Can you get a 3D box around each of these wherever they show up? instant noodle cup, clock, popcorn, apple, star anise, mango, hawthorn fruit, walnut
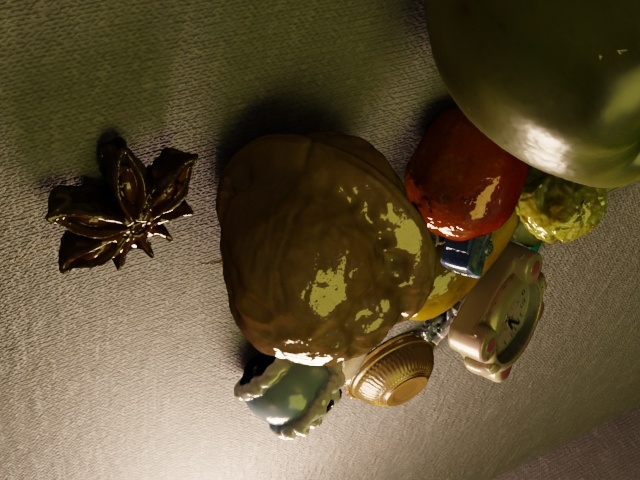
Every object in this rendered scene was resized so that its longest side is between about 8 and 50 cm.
[{"bbox_3d":[0.196,0.344,2.375,0.274,0.091,0.274,-24,147,-16],"label":"instant noodle cup"},{"bbox_3d":[0.413,0.175,2.150,0.284,0.114,0.309,-59,147,-14],"label":"clock"},{"bbox_3d":[0.488,-0.100,1.896,0.198,0.212,0.198,11,137,10],"label":"popcorn"},{"bbox_3d":[0.386,-0.305,1.340,0.473,0.473,0.473,-24,148,-16],"label":"apple"},{"bbox_3d":[-0.291,-0.054,1.353,0.220,0.099,0.214,-11,128,-27],"label":"star anise"},{"bbox_3d":[0.280,0.040,1.981,0.331,0.142,0.195,-39,155,-1],"label":"mango"},{"bbox_3d":[0.269,-0.147,1.663,0.211,0.211,0.299,-7,127,-38],"label":"hawthorn fruit"},{"bbox_3d":[-0.001,0.014,1.489,0.383,0.383,0.383,-24,148,-16],"label":"walnut"}]

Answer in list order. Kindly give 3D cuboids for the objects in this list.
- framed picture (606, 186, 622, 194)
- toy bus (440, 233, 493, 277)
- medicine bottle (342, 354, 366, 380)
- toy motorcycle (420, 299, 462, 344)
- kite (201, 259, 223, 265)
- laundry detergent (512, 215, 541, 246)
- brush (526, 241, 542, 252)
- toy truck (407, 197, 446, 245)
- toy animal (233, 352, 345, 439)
[{"bbox_3d":[0.652,-0.141,2.206,0.203,0.015,0.150,-24,147,-17],"label":"framed picture"},{"bbox_3d":[0.296,-0.050,1.828,0.094,0.079,0.236,13,92,-53],"label":"toy bus"},{"bbox_3d":[0.040,0.246,2.063,0.114,0.114,0.252,-13,143,-32],"label":"medicine bottle"},{"bbox_3d":[0.341,0.152,2.224,0.239,0.108,0.204,-39,149,8],"label":"toy motorcycle"},{"bbox_3d":[-0.171,0.033,1.673,0.078,0.002,0.044,11,127,-51],"label":"kite"},{"bbox_3d":[0.516,-0.099,2.060,0.253,0.091,0.181,-44,147,16],"label":"laundry detergent"},{"bbox_3d":[0.499,0.035,2.299,0.043,0.032,0.193,-3,126,-35],"label":"brush"},{"bbox_3d":[0.155,0.008,1.845,0.227,0.114,0.098,-47,168,21],"label":"toy truck"},{"bbox_3d":[-0.065,0.317,1.969,0.208,0.204,0.156,-35,-167,28],"label":"toy animal"}]
